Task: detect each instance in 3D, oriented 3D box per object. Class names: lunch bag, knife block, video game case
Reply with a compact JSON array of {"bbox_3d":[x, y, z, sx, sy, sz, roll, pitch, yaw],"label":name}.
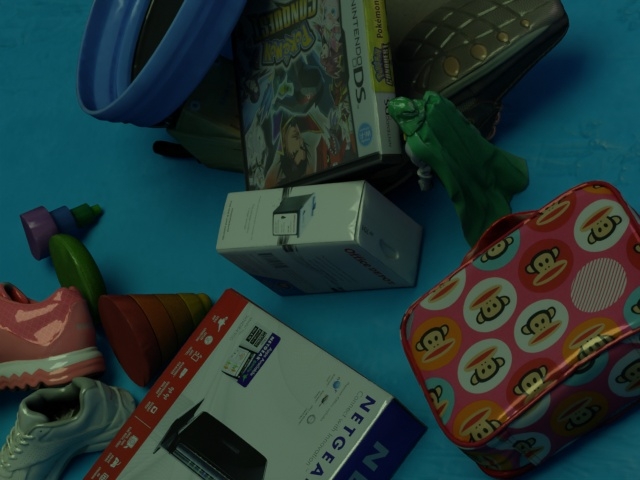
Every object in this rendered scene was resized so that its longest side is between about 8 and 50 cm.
[{"bbox_3d":[0.228,0.079,1.887,0.293,0.120,0.258,-35,46,11],"label":"lunch bag"},{"bbox_3d":[-0.113,-0.139,2.318,0.276,0.242,0.088,26,74,-3],"label":"knife block"},{"bbox_3d":[-0.012,-0.184,2.069,0.275,0.035,0.248,-15,79,54],"label":"video game case"}]

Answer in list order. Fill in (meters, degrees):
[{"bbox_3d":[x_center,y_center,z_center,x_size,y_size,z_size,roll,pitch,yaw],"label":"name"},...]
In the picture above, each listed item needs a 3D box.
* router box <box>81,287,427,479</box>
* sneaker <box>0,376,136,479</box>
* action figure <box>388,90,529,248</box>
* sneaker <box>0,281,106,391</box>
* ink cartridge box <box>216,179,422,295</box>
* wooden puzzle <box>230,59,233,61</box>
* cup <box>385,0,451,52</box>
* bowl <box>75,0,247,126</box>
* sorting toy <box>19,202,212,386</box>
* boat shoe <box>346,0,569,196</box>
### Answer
[{"bbox_3d":[-0.093,0.257,2.018,0.301,0.082,0.335,30,80,44],"label":"router box"},{"bbox_3d":[-0.342,0.233,2.186,0.232,0.115,0.090,-38,46,8],"label":"sneaker"},{"bbox_3d":[0.141,-0.091,1.986,0.063,0.232,0.137,1,61,36],"label":"action figure"},{"bbox_3d":[-0.410,0.122,2.284,0.314,0.116,0.136,-7,89,23],"label":"sneaker"},{"bbox_3d":[0.000,0.000,2.084,0.191,0.139,0.082,-6,64,32],"label":"ink cartridge box"},{"bbox_3d":[-0.113,-0.204,2.397,0.116,0.014,0.078,14,74,41],"label":"wooden puzzle"},{"bbox_3d":[0.044,-0.346,2.227,0.331,0.237,0.331,-19,51,25],"label":"cup"},{"bbox_3d":[-0.175,-0.319,2.213,0.391,0.077,0.391,-45,32,39],"label":"bowl"},{"bbox_3d":[-0.251,0.041,2.288,0.126,0.127,0.365,-25,39,-21],"label":"sorting toy"},{"bbox_3d":[0.143,-0.169,2.114,0.355,0.130,0.132,-32,44,21],"label":"boat shoe"}]
